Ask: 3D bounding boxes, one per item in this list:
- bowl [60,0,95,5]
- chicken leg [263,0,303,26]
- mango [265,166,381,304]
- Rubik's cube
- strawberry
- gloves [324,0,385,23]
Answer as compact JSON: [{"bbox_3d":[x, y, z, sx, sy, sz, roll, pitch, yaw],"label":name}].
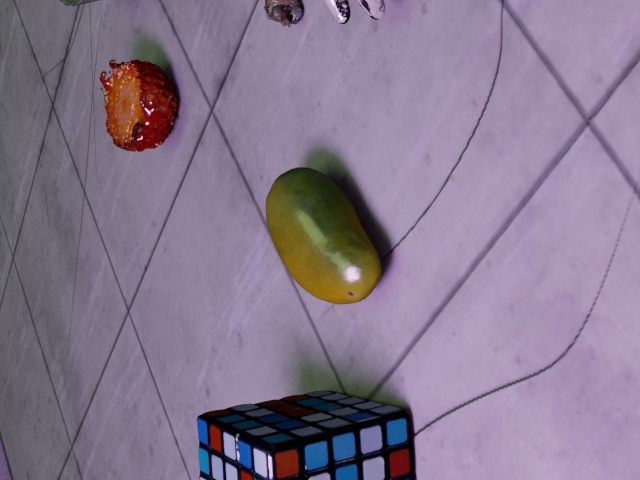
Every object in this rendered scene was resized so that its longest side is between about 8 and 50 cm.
[{"bbox_3d":[-0.340,-0.468,1.599,0.211,0.112,0.211,19,112,56],"label":"bowl"},{"bbox_3d":[-0.053,-0.355,1.194,0.125,0.080,0.196,42,132,30],"label":"chicken leg"},{"bbox_3d":[-0.002,0.001,1.165,0.191,0.085,0.122,62,139,33],"label":"mango"},{"bbox_3d":[-0.017,0.278,1.148,0.187,0.182,0.184,2,98,59],"label":"Rubik's cube"},{"bbox_3d":[-0.271,-0.204,1.558,0.145,0.086,0.145,20,114,55],"label":"strawberry"},{"bbox_3d":[0.035,-0.325,1.021,0.127,0.111,0.212,16,89,38],"label":"gloves"}]
